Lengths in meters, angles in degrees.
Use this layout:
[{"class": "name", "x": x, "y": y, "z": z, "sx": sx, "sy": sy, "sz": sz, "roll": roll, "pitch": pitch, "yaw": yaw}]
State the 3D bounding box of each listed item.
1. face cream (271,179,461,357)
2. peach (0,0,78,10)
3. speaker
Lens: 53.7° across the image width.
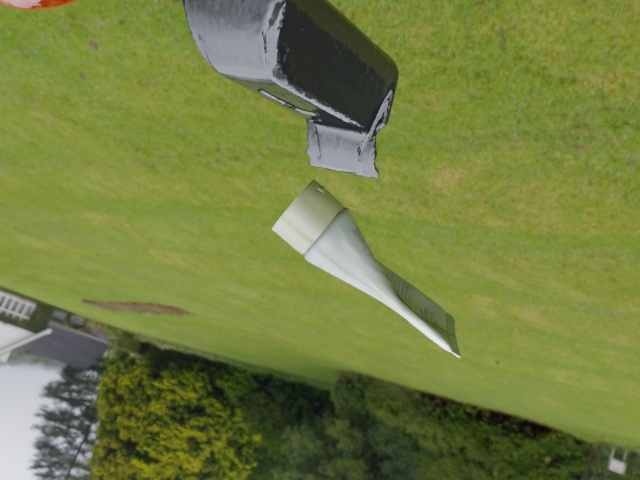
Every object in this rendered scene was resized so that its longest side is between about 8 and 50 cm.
[{"class": "face cream", "x": 0.055, "y": 0.034, "z": 0.660, "sx": 0.224, "sy": 0.070, "sz": 0.114, "roll": 40, "pitch": -164, "yaw": -3}, {"class": "peach", "x": -0.394, "y": -0.450, "z": 0.870, "sx": 0.238, "sy": 0.281, "sz": 0.281, "roll": 24, "pitch": 169, "yaw": -26}, {"class": "speaker", "x": -0.031, "y": -0.231, "z": 0.935, "sx": 0.180, "sy": 0.184, "sz": 0.388, "roll": 14, "pitch": 179, "yaw": 32}]
